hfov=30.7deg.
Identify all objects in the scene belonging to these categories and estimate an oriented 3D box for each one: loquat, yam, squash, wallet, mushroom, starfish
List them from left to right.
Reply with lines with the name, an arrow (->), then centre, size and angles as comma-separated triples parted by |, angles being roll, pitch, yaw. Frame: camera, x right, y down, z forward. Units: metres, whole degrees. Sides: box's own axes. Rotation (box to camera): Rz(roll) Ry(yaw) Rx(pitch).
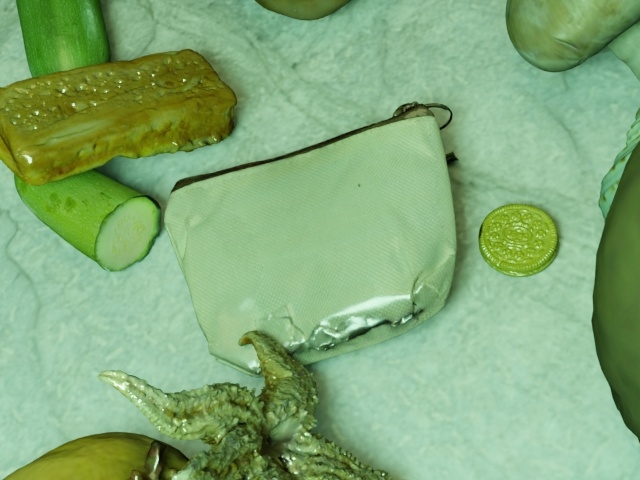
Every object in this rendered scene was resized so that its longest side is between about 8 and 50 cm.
squash -> -0.324, -0.296, 1.450 | 0.107, 0.107, 0.395 | -15, 59, 2
squash -> -0.276, -0.044, 1.302 | 0.188, 0.095, 0.095 | 29, 69, 30
loquat -> -0.199, 0.272, 1.023 | 0.238, 0.238, 0.193 | -27, 80, -6
starfish -> -0.052, 0.203, 1.001 | 0.084, 0.293, 0.301 | -45, 70, 22
wallet -> -0.001, -0.003, 1.231 | 0.335, 0.068, 0.274 | -16, 57, 10
yam -> 0.103, -0.072, 1.286 | 0.107, 0.014, 0.014 | -26, 58, -4
mushroom -> 0.329, -0.243, 1.241 | 0.244, 0.243, 0.243 | -5, 59, 8

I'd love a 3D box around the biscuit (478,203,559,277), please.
biscuit -> 0.207, -0.001, 1.218 | 0.084, 0.023, 0.084 | -5, 59, 8

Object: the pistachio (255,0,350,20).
pistachio -> -0.026, -0.376, 1.417 | 0.213, 0.163, 0.260 | -3, 43, -14

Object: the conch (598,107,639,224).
conch -> 0.372, -0.062, 1.161 | 0.172, 0.131, 0.200 | -29, 58, -8

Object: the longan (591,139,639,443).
longan -> 0.418, 0.033, 0.914 | 0.404, 0.436, 0.404 | 7, 35, -5

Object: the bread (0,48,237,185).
bread -> -0.228, -0.134, 1.297 | 0.271, 0.077, 0.139 | -19, 54, -31
